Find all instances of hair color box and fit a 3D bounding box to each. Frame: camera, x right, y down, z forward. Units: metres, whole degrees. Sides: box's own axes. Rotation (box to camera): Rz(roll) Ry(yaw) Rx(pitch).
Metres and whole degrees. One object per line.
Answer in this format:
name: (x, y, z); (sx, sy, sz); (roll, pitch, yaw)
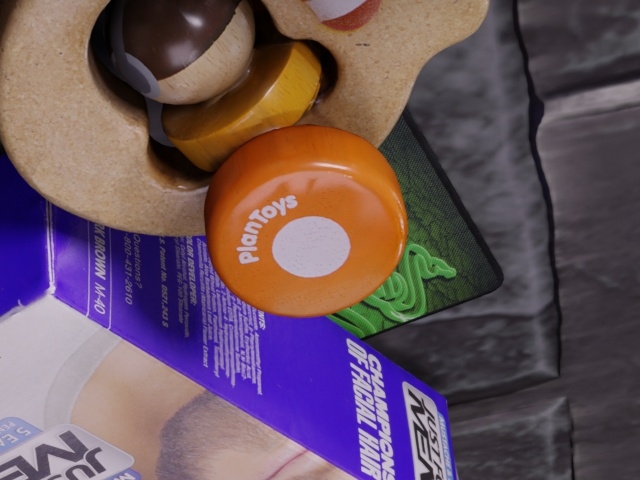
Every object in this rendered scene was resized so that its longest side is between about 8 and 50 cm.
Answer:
hair color box: (-0.092, 0.097, 0.965); (0.185, 0.110, 0.339); (-29, 139, 26)

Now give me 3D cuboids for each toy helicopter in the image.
toy helicopter: (-0.027, -0.150, 0.701); (0.235, 0.140, 0.355); (19, 122, -19)

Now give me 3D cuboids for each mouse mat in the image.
mouse mat: (0.000, 0.000, 0.952); (0.152, 0.007, 0.190); (-21, 141, 13)
